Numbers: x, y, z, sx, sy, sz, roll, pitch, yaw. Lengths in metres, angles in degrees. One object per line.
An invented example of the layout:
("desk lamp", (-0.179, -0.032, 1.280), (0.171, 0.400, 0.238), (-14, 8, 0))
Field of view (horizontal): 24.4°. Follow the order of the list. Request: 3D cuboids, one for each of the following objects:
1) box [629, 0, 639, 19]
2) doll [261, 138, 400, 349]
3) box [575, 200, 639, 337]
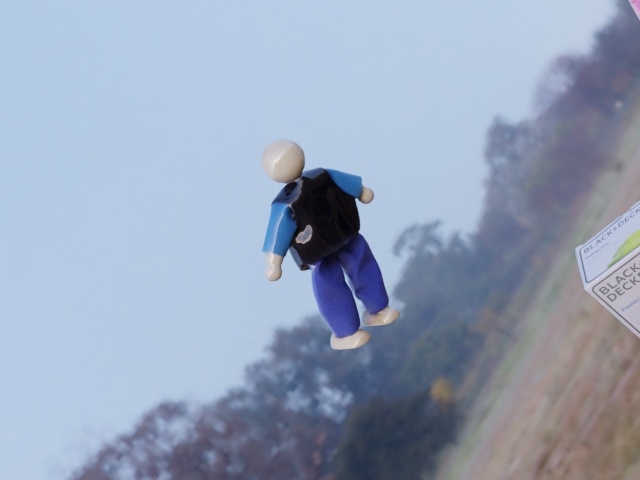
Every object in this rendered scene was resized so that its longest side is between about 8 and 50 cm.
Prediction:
("box", (0.425, -0.209, 1.525), (0.117, 0.214, 0.243), (-29, 4, 22))
("doll", (0.000, 0.000, 1.259), (0.129, 0.189, 0.046), (-35, 21, -29))
("box", (0.473, 0.072, 1.835), (0.169, 0.290, 0.087), (-39, 25, 24))
